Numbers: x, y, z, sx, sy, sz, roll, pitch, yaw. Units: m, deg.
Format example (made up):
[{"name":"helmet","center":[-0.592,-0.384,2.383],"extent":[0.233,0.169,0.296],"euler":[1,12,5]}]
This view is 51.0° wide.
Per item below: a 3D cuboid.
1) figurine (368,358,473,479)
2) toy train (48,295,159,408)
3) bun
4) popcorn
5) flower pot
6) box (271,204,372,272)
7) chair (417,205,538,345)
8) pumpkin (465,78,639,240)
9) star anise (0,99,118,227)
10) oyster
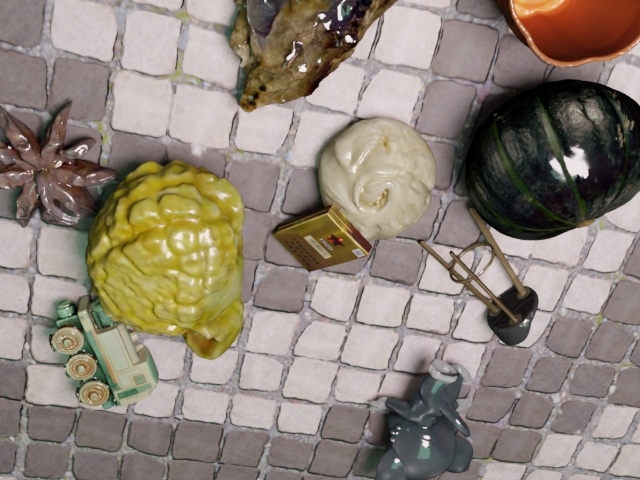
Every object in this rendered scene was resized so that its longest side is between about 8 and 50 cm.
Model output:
[{"name":"figurine","center":[0.196,0.305,1.125],"extent":[0.193,0.140,0.265],"euler":[-2,142,-24]},{"name":"toy train","center":[-0.335,0.170,1.042],"extent":[0.125,0.081,0.194],"euler":[-18,114,-8]},{"name":"bun","center":[0.086,-0.079,0.942],"extent":[0.183,0.102,0.183],"euler":[-4,117,-7]},{"name":"popcorn","center":[-0.217,0.028,0.931],"extent":[0.225,0.174,0.286],"euler":[7,125,3]},{"name":"flower pot","center":[0.293,-0.318,0.804],"extent":[0.190,0.173,0.191],"euler":[-2,117,-3]},{"name":"box","center":[0.000,0.000,0.974],"extent":[0.090,0.023,0.133],"euler":[44,144,-22]},{"name":"chair","center":[0.260,0.057,1.035],"extent":[0.095,0.104,0.221],"euler":[-42,111,-4]},{"name":"pumpkin","center":[0.317,-0.113,0.903],"extent":[0.250,0.216,0.250],"euler":[-5,149,-3]},{"name":"star anise","center":[-0.381,-0.098,0.908],"extent":[0.195,0.065,0.182],"euler":[-9,117,1]},{"name":"oyster","center":[-0.014,-0.325,0.821],"extent":[0.221,0.096,0.361],"euler":[42,103,-15]}]
